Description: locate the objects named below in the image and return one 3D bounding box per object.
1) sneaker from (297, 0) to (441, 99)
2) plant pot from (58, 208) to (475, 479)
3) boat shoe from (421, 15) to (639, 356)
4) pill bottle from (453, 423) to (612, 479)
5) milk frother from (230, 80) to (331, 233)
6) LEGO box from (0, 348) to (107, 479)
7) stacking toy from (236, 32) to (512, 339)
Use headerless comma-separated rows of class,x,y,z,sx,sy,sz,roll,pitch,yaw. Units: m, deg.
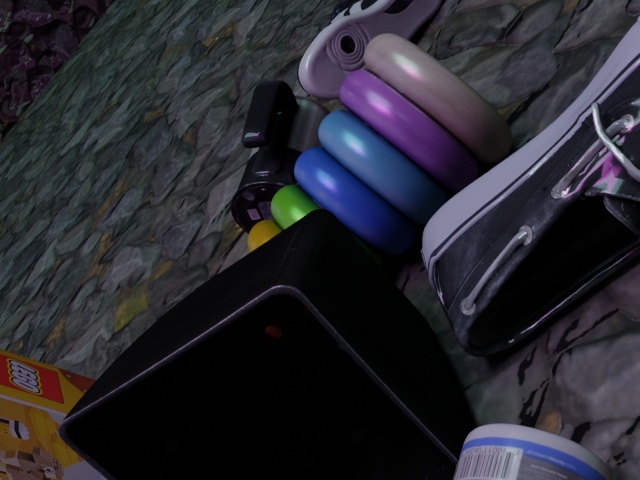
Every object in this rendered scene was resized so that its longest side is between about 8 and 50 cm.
sneaker,0.034,-0.218,0.953,0.217,0.079,0.121,-44,22,-25
plant pot,-0.018,0.090,0.567,0.187,0.188,0.167,-34,21,24
boat shoe,0.187,-0.041,0.511,0.306,0.113,0.105,-38,37,22
pill bottle,0.091,0.167,0.420,0.078,0.078,0.137,-12,45,46
milk frother,-0.004,-0.082,0.846,0.143,0.129,0.134,8,49,5
LEGO box,-0.292,0.220,0.518,0.193,0.373,0.500,-63,27,5
stacking toy,0.000,0.000,0.706,0.330,0.141,0.141,-50,29,7
